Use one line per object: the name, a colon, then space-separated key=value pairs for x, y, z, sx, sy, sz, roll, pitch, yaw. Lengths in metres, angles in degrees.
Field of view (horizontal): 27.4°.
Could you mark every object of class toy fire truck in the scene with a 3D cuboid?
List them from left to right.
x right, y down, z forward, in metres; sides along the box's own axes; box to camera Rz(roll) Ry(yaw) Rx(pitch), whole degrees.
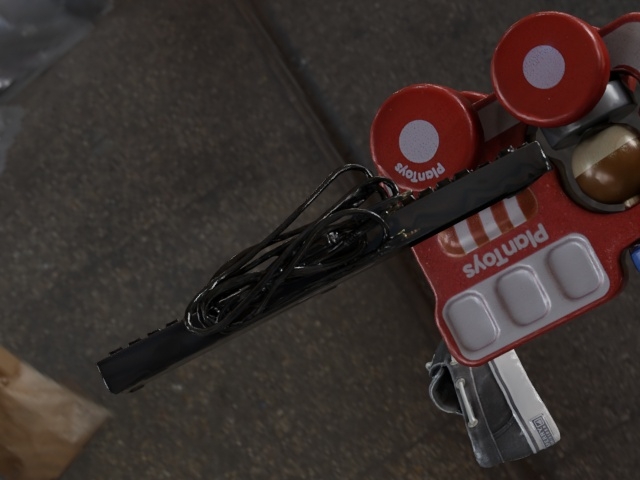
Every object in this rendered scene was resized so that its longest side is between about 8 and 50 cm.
toy fire truck: x=0.206 y=-0.053 z=1.182 sx=0.302 sy=0.169 sz=0.254 roll=-29 pitch=82 yaw=21

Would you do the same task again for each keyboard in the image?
keyboard: x=0.000 y=0.000 z=0.501 sx=0.192 sy=0.100 sz=0.038 roll=-28 pitch=86 yaw=-9

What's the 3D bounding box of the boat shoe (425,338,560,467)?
boat shoe: x=0.163 y=0.142 z=1.422 sx=0.102 sy=0.108 sz=0.301 roll=-27 pitch=30 yaw=3
